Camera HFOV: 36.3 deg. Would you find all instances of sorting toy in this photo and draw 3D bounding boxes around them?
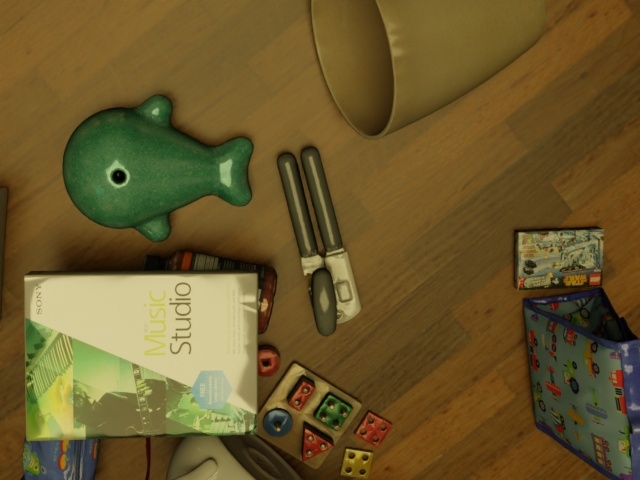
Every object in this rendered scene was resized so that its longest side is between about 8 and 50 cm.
[{"bbox_3d":[-0.015,0.287,1.540,0.274,0.046,0.132,33,97,-11],"label":"sorting toy"}]

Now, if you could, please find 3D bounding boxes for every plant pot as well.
[{"bbox_3d":[0.162,-0.300,1.352,0.274,0.256,0.256,-19,103,-17],"label":"plant pot"}]

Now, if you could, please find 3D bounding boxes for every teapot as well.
[{"bbox_3d":[-0.144,0.399,1.448,0.256,0.252,0.187,41,92,-12],"label":"teapot"}]

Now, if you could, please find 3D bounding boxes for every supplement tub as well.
[{"bbox_3d":[-0.169,0.074,1.454,0.198,0.106,0.106,11,100,-6],"label":"supplement tub"}]

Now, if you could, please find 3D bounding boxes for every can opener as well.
[{"bbox_3d":[0.000,0.000,1.465,0.074,0.093,0.280,-14,98,-1],"label":"can opener"}]

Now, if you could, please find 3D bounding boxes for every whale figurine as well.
[{"bbox_3d":[-0.231,-0.099,1.394,0.272,0.141,0.216,3,101,-6],"label":"whale figurine"}]

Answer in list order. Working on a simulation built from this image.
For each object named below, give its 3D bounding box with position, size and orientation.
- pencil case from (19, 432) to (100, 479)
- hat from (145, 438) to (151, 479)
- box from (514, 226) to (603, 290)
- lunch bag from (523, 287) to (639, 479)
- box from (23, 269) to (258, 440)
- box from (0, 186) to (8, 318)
[{"bbox_3d":[-0.378,0.254,1.461,0.119,0.133,0.306,4,103,-28],"label":"pencil case"},{"bbox_3d":[-0.231,0.215,1.436,0.173,0.183,0.208,-26,103,3],"label":"hat"},{"bbox_3d":[0.373,0.028,1.528,0.137,0.027,0.094,-2,100,-4],"label":"box"},{"bbox_3d":[0.410,0.218,1.433,0.138,0.293,0.221,-9,102,-2],"label":"lunch bag"},{"bbox_3d":[-0.248,0.158,1.364,0.322,0.058,0.232,-1,93,-6],"label":"box"},{"bbox_3d":[-0.638,0.022,1.372,0.345,0.168,0.215,5,101,-5],"label":"box"}]
